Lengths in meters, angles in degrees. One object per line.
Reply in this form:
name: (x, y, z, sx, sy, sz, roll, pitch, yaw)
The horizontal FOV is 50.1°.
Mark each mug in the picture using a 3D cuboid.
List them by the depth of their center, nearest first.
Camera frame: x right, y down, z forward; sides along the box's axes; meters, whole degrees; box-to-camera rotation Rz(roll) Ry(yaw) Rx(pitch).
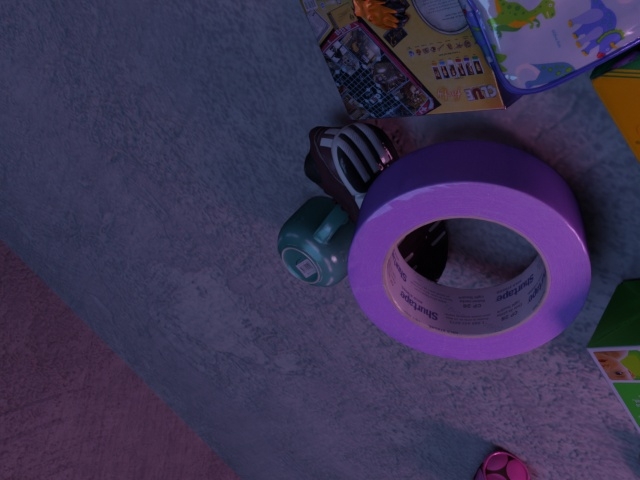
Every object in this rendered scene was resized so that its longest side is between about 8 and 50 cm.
mug: (-0.006, 0.001, 1.079, 0.129, 0.097, 0.157, 20, 141, 32)

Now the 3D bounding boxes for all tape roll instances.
tape roll: (0.174, 0.020, 0.820, 0.275, 0.090, 0.274, 7, 129, 9)

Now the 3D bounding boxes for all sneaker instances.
sneaker: (0.070, -0.055, 0.961, 0.162, 0.106, 0.281, 27, 151, 55)

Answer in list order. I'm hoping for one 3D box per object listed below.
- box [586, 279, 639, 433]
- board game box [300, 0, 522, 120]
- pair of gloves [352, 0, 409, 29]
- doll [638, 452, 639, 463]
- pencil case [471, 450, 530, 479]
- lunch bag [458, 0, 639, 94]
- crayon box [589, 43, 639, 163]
box: (0.468, 0.151, 0.723, 0.262, 0.127, 0.231, -14, 115, 52)
board game box: (0.091, -0.216, 0.739, 0.243, 0.042, 0.165, 10, 131, 53)
pair of gloves: (0.057, -0.253, 0.687, 0.074, 0.010, 0.083, 31, 145, 35)
doll: (0.524, 0.371, 0.982, 0.189, 0.046, 0.129, 53, 156, -3)
pencil case: (0.327, 0.478, 1.281, 0.098, 0.095, 0.209, 17, 144, 10)
lunch bag: (0.187, -0.246, 0.550, 0.176, 0.090, 0.219, -23, 115, 17)
crayon box: (0.383, -0.076, 0.591, 0.278, 0.081, 0.165, 52, 146, -14)
